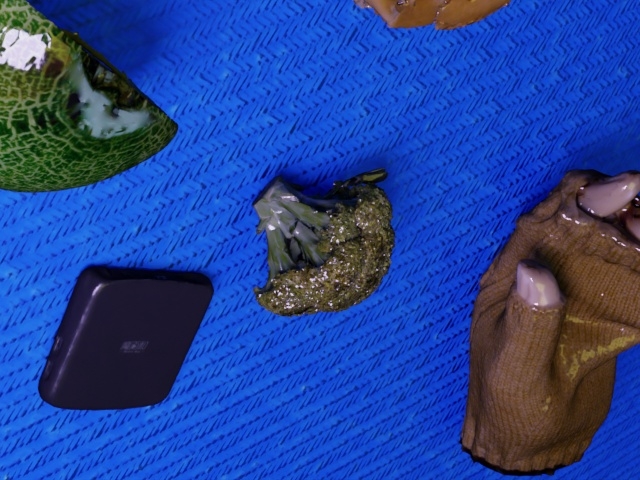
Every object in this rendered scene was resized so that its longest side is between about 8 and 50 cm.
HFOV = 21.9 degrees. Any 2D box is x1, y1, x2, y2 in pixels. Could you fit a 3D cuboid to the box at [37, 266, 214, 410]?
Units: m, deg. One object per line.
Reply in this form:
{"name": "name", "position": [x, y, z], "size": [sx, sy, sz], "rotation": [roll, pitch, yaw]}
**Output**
{"name": "box", "position": [-0.153, 0.078, 1.295], "size": [0.126, 0.027, 0.125], "rotation": [4, 118, -46]}

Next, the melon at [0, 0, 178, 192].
{"name": "melon", "position": [-0.199, -0.089, 1.018], "size": [0.129, 0.169, 0.265], "rotation": [-52, 138, -1]}

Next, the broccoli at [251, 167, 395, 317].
{"name": "broccoli", "position": [0.000, 0.000, 1.316], "size": [0.120, 0.130, 0.131], "rotation": [40, 123, -10]}

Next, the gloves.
{"name": "gloves", "position": [0.224, 0.073, 1.536], "size": [0.203, 0.155, 0.356], "rotation": [-9, 140, -30]}

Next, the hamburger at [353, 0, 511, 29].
{"name": "hamburger", "position": [0.094, -0.260, 1.219], "size": [0.214, 0.108, 0.214], "rotation": [-20, 131, -25]}
